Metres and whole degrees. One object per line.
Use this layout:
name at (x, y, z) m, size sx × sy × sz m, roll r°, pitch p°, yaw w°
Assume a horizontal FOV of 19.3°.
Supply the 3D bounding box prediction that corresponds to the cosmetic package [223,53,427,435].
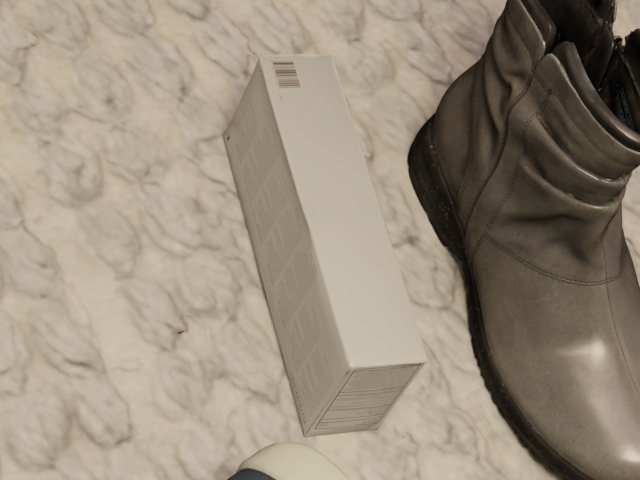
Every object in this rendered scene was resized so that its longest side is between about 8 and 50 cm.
cosmetic package at (0.000, 0.000, 1.244) m, size 0.060 × 0.099 × 0.239 m, roll -3°, pitch 60°, yaw -24°

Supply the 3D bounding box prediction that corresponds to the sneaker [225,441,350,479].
sneaker at (0.037, 0.283, 1.064) m, size 0.148 × 0.131 × 0.350 m, roll -37°, pitch 70°, yaw -27°

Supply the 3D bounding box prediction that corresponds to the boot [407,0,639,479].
boot at (0.173, -0.008, 1.232) m, size 0.118 × 0.223 × 0.338 m, roll -17°, pitch 65°, yaw -29°
